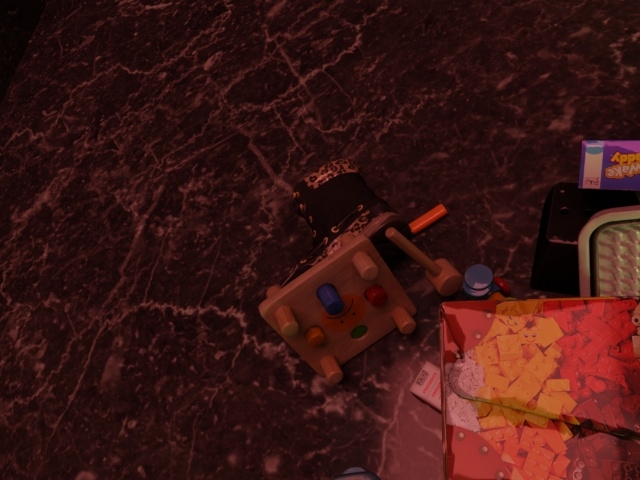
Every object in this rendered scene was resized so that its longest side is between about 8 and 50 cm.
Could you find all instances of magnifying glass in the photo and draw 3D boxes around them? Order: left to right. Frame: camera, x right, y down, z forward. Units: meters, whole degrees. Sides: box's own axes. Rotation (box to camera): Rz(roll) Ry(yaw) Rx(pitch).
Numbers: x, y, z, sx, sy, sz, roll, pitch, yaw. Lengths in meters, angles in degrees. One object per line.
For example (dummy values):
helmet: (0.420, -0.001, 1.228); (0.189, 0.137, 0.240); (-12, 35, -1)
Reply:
magnifying glass: (0.186, -0.011, 1.263); (0.231, 0.026, 0.092); (-32, 55, 4)

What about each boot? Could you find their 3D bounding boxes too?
boot: (0.000, 0.000, 1.273); (0.377, 0.138, 0.284); (-42, 45, 16)

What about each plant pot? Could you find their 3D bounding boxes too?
plant pot: (0.501, -0.012, 1.038); (0.188, 0.167, 0.187); (7, 66, 28)

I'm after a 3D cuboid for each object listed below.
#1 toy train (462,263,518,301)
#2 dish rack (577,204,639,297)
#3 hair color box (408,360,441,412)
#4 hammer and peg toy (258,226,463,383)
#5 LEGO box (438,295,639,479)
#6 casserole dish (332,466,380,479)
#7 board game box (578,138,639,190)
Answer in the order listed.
toy train: (0.363, 0.154, 1.022); (0.105, 0.143, 0.248); (-40, 55, 0)
dish rack: (0.575, 0.073, 0.896); (0.285, 0.333, 0.072); (-5, 31, 22)
hair color box: (0.249, 0.299, 1.054); (0.141, 0.043, 0.072); (28, 77, 32)
hammer and peg toy: (0.083, 0.103, 1.105); (0.361, 0.266, 0.127); (-36, 37, 3)
LEGO box: (0.366, 0.229, 0.733); (0.372, 0.500, 0.193); (-4, 68, 15)
casserole dish: (0.066, 0.519, 1.020); (0.114, 0.037, 0.188); (-15, 59, 17)
board game box: (0.592, -0.139, 0.972); (0.233, 0.347, 0.078); (6, 102, 27)
